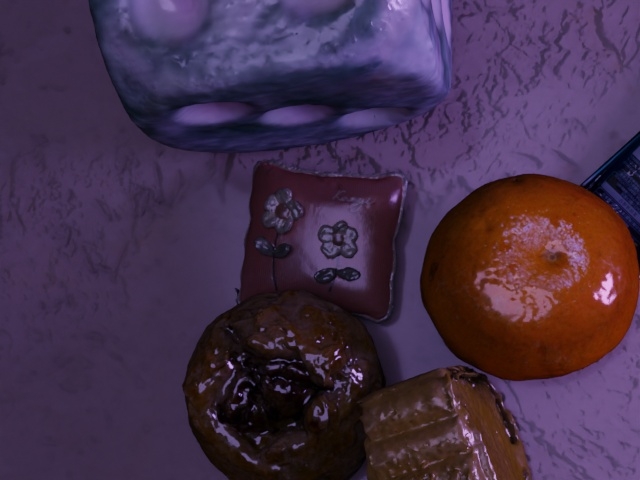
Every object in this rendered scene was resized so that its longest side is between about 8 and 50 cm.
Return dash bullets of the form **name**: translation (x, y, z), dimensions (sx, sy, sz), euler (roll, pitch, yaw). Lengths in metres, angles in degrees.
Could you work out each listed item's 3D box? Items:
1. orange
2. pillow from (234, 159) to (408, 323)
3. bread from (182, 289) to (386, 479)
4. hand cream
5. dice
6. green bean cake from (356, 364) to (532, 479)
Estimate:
- **orange**: translation (0.215, 0.042, 1.498), dimensions (0.224, 0.170, 0.224), euler (0, 72, 0)
- **pillow**: translation (0.000, 0.000, 1.599), dimensions (0.179, 0.075, 0.171), euler (6, 86, 12)
- **bread**: translation (-0.043, 0.167, 1.545), dimensions (0.230, 0.123, 0.230), euler (2, 100, 14)
- **hand cream**: translation (0.381, -0.086, 1.545), dimensions (0.270, 0.061, 0.120), euler (-46, 75, 8)
- **dice**: translation (-0.040, -0.285, 1.515), dimensions (0.348, 0.328, 0.330), euler (-11, 81, 10)
- **green bean cake**: translation (0.132, 0.246, 1.464), dimensions (0.131, 0.229, 0.224), euler (-19, 77, 15)
